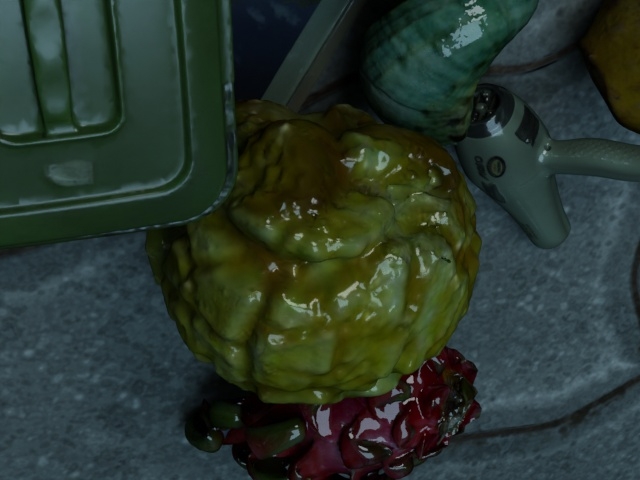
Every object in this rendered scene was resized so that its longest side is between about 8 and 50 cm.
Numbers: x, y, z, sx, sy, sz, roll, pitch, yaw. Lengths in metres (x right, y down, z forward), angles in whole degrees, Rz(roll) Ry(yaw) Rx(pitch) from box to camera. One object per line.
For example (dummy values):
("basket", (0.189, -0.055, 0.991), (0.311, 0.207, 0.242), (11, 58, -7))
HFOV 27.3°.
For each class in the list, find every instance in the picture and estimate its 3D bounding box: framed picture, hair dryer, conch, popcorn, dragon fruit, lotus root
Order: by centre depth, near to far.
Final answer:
("framed picture", (-0.103, -0.195, 1.078), (0.281, 0.019, 0.209), (17, 115, -34))
("popcorn", (0.004, 0.006, 1.096), (0.282, 0.282, 0.247), (5, 116, -28))
("conch", (0.102, -0.181, 1.112), (0.122, 0.176, 0.188), (25, 89, -11))
("lotus root", (0.334, -0.167, 1.209), (0.180, 0.188, 0.199), (-22, 133, 5))
("hair dryer", (0.256, -0.046, 1.248), (0.229, 0.267, 0.092), (72, 38, -63))
("dragon fruit", (0.015, 0.165, 1.279), (0.273, 0.198, 0.218), (-46, 138, 12))

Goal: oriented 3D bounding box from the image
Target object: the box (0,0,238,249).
("box", (-0.200, -0.171, 0.928), (0.252, 0.178, 0.329), (-8, 120, -13))
